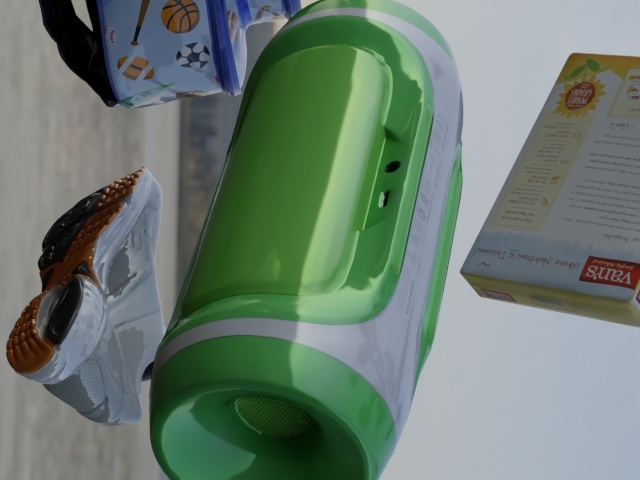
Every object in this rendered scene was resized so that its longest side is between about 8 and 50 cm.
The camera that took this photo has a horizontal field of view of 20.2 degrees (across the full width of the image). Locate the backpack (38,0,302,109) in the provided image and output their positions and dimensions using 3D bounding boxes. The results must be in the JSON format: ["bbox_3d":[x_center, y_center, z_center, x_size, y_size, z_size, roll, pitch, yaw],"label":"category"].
[{"bbox_3d":[-0.119,-0.241,1.434,0.276,0.213,0.263,-84,174,-69],"label":"backpack"}]

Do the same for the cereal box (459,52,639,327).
[{"bbox_3d":[0.240,-0.048,1.508,0.047,0.173,0.240,47,64,-42],"label":"cereal box"}]

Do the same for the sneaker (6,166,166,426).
[{"bbox_3d":[-0.170,0.050,1.477,0.121,0.099,0.262,49,34,-26],"label":"sneaker"}]

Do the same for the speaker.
[{"bbox_3d":[0.000,0.000,0.935,0.296,0.131,0.131,-75,173,-45],"label":"speaker"}]
